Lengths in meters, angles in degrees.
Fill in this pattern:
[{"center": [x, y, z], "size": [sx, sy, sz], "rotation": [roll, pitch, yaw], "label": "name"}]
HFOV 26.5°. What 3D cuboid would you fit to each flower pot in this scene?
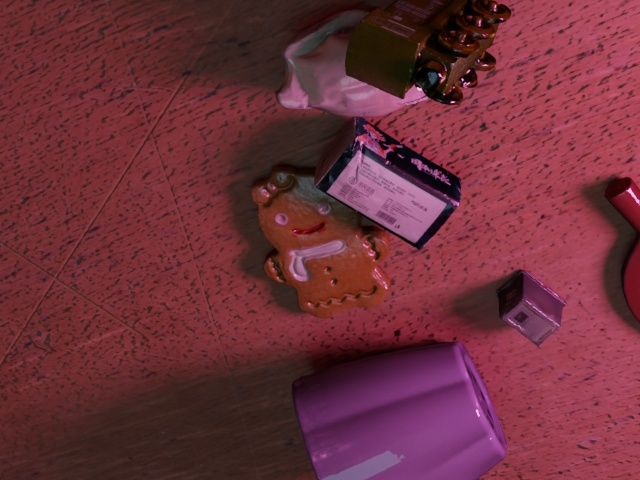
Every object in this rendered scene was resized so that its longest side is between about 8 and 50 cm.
[{"center": [0.121, 0.264, 1.913], "size": [0.243, 0.265, 0.265], "rotation": [-25, 117, 7], "label": "flower pot"}]

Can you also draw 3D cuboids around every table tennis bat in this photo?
[{"center": [0.484, 0.034, 1.804], "size": [0.200, 0.038, 0.310], "rotation": [-33, 113, 27], "label": "table tennis bat"}]

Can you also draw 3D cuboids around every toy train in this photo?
[{"center": [0.132, -0.236, 1.582], "size": [0.137, 0.225, 0.090], "rotation": [24, 123, 13], "label": "toy train"}]

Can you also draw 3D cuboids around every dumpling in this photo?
[{"center": [0.040, -0.215, 1.671], "size": [0.199, 0.118, 0.136], "rotation": [-9, 107, -10], "label": "dumpling"}]

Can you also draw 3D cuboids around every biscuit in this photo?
[{"center": [-0.001, 0.001, 1.864], "size": [0.184, 0.035, 0.249], "rotation": [-12, 120, 16], "label": "biscuit"}]

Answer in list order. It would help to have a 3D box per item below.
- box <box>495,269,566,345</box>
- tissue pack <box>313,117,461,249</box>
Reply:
[{"center": [0.289, 0.095, 1.862], "size": [0.085, 0.063, 0.060], "rotation": [36, 120, -16], "label": "box"}, {"center": [0.087, -0.075, 1.765], "size": [0.170, 0.090, 0.103], "rotation": [30, 123, -13], "label": "tissue pack"}]
